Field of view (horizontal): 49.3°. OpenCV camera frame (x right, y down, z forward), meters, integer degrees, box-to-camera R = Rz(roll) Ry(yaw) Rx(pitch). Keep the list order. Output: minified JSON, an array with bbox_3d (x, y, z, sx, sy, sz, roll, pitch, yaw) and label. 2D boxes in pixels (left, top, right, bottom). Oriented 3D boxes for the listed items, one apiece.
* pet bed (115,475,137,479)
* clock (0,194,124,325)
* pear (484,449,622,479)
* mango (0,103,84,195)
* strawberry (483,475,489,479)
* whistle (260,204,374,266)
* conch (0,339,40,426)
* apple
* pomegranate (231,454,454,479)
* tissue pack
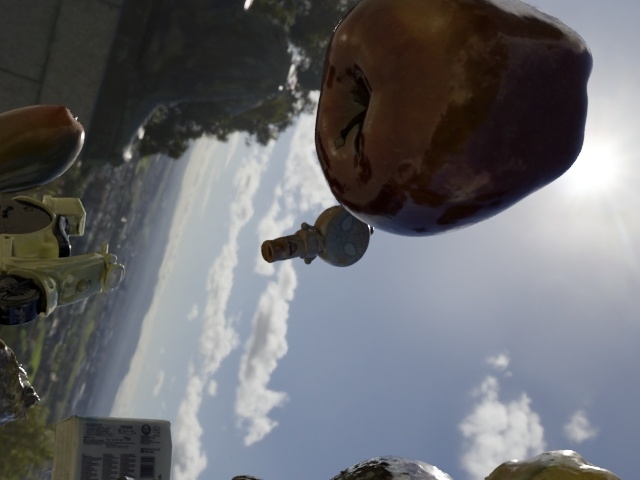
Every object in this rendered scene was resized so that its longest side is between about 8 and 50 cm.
[{"bbox_3d":[-0.274,0.482,1.047,0.159,0.183,0.211,-45,156,-17],"label":"pet bed"},{"bbox_3d":[-0.564,0.028,1.423,0.379,0.277,0.120,48,-48,41],"label":"clock"},{"bbox_3d":[0.382,0.465,1.096,0.271,0.271,0.271,-162,-90,-78],"label":"pear"},{"bbox_3d":[-0.567,-0.155,1.262,0.129,0.289,0.146,3,-65,49],"label":"mango"},{"bbox_3d":[0.432,0.622,1.697,0.106,0.106,0.106,-162,-90,-78],"label":"strawberry"},{"bbox_3d":[0.000,0.000,1.174,0.057,0.220,0.107,11,-70,54],"label":"whistle"},{"bbox_3d":[-0.692,0.234,1.228,0.297,0.352,0.210,-42,-179,33],"label":"conch"},{"bbox_3d":[0.143,-0.154,0.809,0.288,0.317,0.288,169,-90,-67],"label":"apple"},{"bbox_3d":[0.036,0.351,0.754,0.285,0.341,0.285,-52,-164,21],"label":"pomegranate"},{"bbox_3d":[-0.445,0.456,1.456,0.145,0.229,0.159,-21,-116,38],"label":"tissue pack"}]
